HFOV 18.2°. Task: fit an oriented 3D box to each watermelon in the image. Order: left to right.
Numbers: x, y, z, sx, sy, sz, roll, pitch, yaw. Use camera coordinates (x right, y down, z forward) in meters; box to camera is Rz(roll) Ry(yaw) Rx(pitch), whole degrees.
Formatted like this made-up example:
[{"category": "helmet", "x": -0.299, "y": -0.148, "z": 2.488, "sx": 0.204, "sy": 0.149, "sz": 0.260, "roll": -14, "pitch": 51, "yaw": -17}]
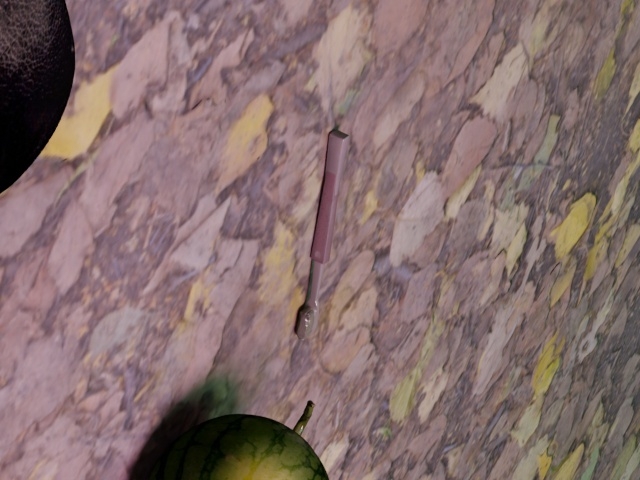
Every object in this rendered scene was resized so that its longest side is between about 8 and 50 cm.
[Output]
[{"category": "watermelon", "x": -0.052, "y": 0.193, "z": 1.501, "sx": 0.187, "sy": 0.141, "sz": 0.141, "roll": -41, "pitch": 148, "yaw": -52}]

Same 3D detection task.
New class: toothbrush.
[{"category": "toothbrush", "x": 0.001, "y": -0.001, "z": 1.581, "sx": 0.017, "sy": 0.014, "sz": 0.194, "roll": -35, "pitch": 143, "yaw": -50}]

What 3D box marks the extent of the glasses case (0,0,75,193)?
[{"category": "glasses case", "x": -0.190, "y": -0.129, "z": 0.954, "sx": 0.122, "sy": 0.075, "sz": 0.314, "roll": -57, "pitch": 156, "yaw": -23}]
